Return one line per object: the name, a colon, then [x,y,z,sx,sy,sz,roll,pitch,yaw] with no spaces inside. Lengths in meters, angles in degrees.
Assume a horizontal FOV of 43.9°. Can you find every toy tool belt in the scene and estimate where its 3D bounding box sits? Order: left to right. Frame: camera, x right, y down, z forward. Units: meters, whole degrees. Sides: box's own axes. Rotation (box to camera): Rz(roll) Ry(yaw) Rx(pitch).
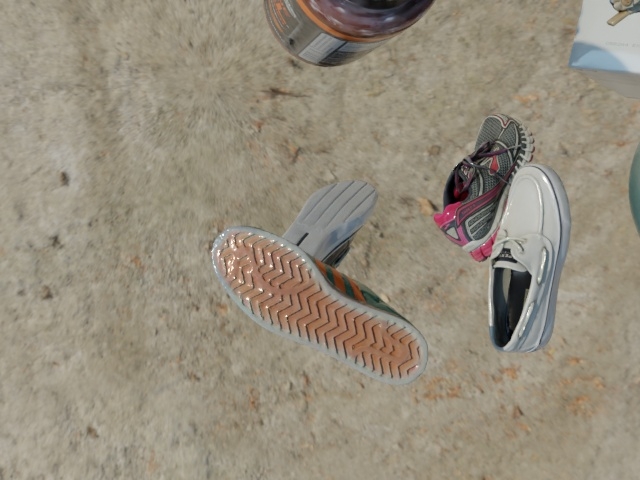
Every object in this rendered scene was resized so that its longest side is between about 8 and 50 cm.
toy tool belt: [0.251,-0.215,0.656,0.052,0.083,0.051,27,133,-18]

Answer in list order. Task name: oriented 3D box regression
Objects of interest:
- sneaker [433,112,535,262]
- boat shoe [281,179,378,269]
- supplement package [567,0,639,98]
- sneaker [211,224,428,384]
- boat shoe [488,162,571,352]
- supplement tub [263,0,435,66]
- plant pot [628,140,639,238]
sneaker: [0.272,-0.111,1.314,0.112,0.299,0.121,33,140,-15]
boat shoe: [0.000,0.000,1.576,0.121,0.335,0.119,26,138,24]
supplement package: [0.546,-0.329,1.229,0.262,0.199,0.198,4,100,-50]
sneaker: [-0.005,0.082,1.016,0.302,0.121,0.108,33,91,-4]
boat shoe: [0.278,0.026,1.108,0.088,0.096,0.268,-1,101,-41]
supplement tub: [0.022,-0.183,0.544,0.105,0.198,0.106,-1,94,-11]
plant pot: [0.367,-0.039,0.633,0.290,0.195,0.291,-7,106,-24]
